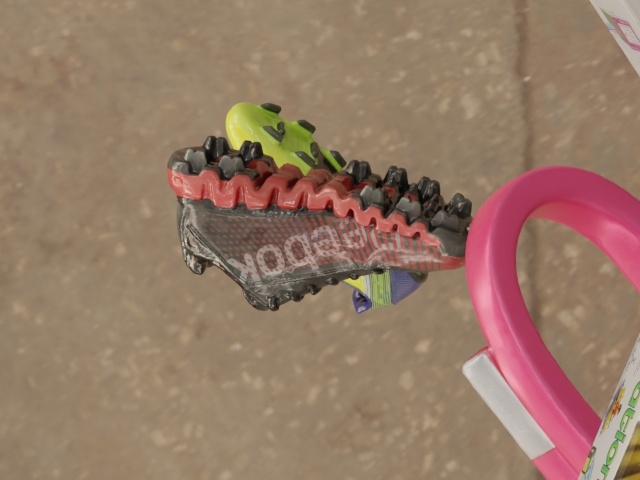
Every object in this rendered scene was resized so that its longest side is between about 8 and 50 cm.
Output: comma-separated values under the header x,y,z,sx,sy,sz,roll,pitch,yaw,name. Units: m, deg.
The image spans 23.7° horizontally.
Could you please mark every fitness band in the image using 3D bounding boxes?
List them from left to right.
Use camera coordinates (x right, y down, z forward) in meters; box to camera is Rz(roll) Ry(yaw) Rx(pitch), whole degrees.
x,y,z,sx,sy,sz,roll,pitch,yaw,name
0.207,0.081,1.019,0.291,0.209,0.054,51,139,-1,fitness band

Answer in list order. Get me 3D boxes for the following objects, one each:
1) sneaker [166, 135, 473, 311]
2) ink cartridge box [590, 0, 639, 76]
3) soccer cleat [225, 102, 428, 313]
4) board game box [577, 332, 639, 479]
x,y,z,sx,sy,sz,roll,pitch,yaw,name
0.000,0.000,1.280,0.276,0.097,0.135,10,107,14,sneaker
0.228,-0.162,0.983,0.088,0.122,0.052,-45,37,-4,ink cartridge box
-0.007,-0.022,1.491,0.121,0.093,0.289,-35,127,19,soccer cleat
0.232,0.161,0.553,0.305,0.053,0.193,22,91,0,board game box
